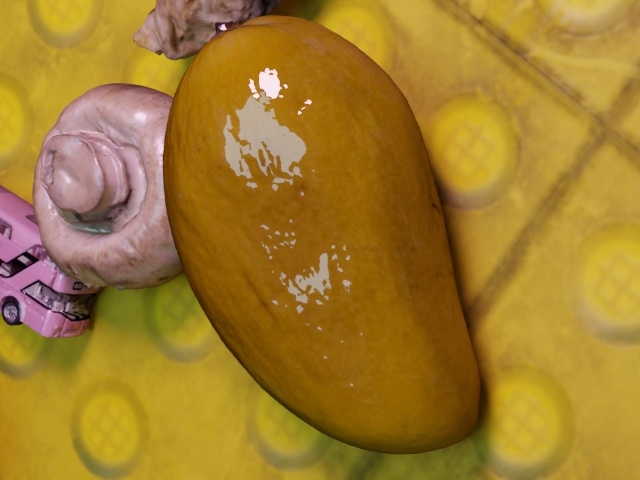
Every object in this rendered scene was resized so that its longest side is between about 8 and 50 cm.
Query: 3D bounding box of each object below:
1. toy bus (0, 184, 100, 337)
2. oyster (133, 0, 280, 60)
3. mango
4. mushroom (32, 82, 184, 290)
[{"bbox_3d":[-0.271,0.007,1.487,0.203,0.063,0.090,31,107,30],"label":"toy bus"},{"bbox_3d":[-0.051,-0.289,1.306,0.275,0.100,0.271,-24,59,44],"label":"oyster"},{"bbox_3d":[-0.008,-0.001,1.262,0.195,0.142,0.332,-13,92,21],"label":"mango"},{"bbox_3d":[-0.155,-0.040,1.372,0.166,0.127,0.166,2,93,37],"label":"mushroom"}]
